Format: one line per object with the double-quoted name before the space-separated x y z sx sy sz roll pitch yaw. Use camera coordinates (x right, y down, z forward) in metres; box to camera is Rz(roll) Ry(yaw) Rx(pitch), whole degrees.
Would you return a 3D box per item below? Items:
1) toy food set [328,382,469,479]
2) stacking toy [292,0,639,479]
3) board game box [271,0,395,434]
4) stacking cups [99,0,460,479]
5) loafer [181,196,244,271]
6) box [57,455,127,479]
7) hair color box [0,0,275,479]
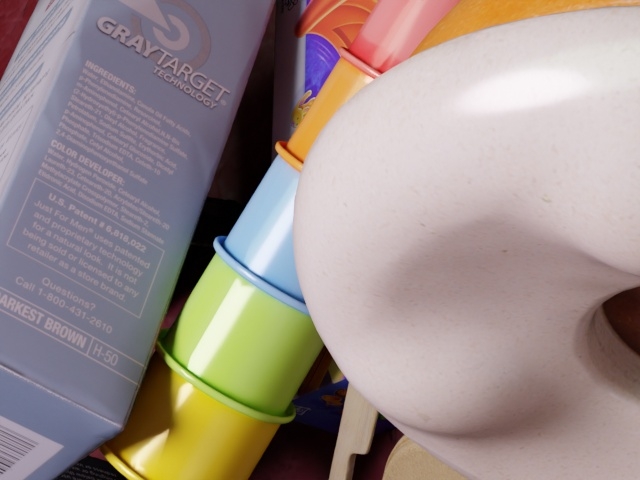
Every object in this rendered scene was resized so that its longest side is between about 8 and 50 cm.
"toy food set" 0.079 0.150 0.921 0.192 0.039 0.132 44 135 38
"stacking toy" 0.212 -0.124 0.745 0.351 0.351 0.479 -18 44 46
"board game box" 0.074 -0.082 1.031 0.233 0.078 0.347 -26 54 42
"stacking cups" 0.000 0.000 0.955 0.316 0.096 0.096 -56 38 9
"loafer" -0.127 0.017 1.247 0.220 0.080 0.078 -18 69 52
"box" -0.220 0.321 1.110 0.296 0.183 0.294 -55 39 16
"hair color box" -0.146 -0.035 1.061 0.185 0.114 0.374 -39 28 49
